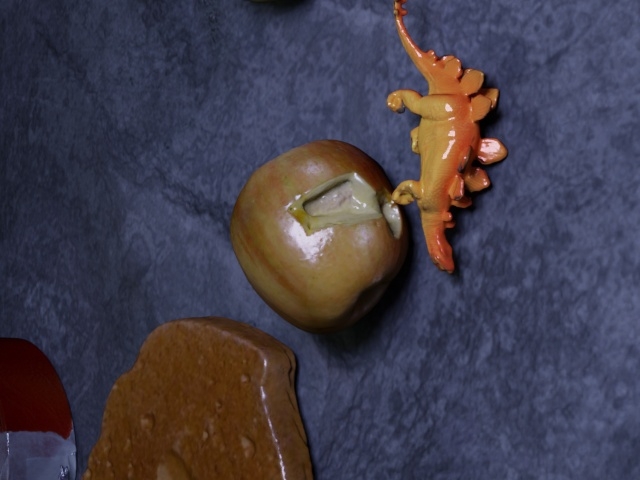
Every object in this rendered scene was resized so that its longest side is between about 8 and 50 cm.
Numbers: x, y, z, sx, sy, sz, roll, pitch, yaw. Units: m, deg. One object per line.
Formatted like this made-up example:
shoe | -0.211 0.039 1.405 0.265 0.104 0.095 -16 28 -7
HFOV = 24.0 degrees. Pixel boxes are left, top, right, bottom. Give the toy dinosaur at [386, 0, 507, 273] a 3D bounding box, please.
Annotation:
toy dinosaur | 0.124 -0.112 1.458 0.117 0.070 0.288 -8 82 39

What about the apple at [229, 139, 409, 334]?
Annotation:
apple | 0.000 0.000 1.515 0.199 0.199 0.199 -10 78 50

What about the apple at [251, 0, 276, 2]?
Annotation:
apple | -0.069 -0.360 1.637 0.200 0.200 0.200 -10 78 50

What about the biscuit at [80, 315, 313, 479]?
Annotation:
biscuit | -0.155 0.294 1.721 0.350 0.078 0.455 46 116 36

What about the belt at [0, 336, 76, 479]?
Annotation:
belt | -0.446 0.258 2.057 0.324 0.115 0.227 42 118 44

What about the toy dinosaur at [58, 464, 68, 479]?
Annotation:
toy dinosaur | -0.350 0.396 1.951 0.039 0.082 0.209 1 87 58
